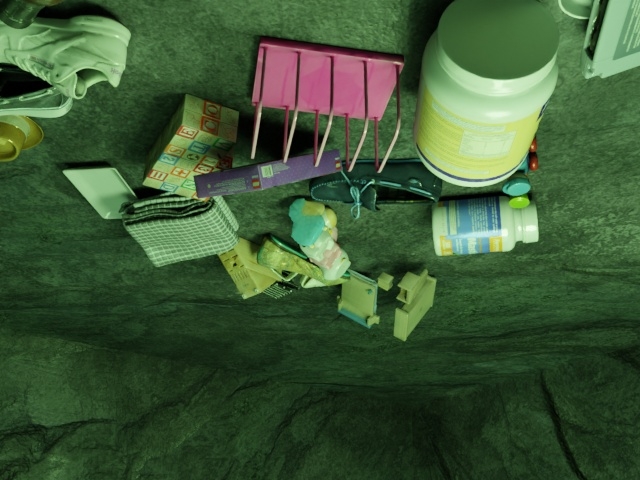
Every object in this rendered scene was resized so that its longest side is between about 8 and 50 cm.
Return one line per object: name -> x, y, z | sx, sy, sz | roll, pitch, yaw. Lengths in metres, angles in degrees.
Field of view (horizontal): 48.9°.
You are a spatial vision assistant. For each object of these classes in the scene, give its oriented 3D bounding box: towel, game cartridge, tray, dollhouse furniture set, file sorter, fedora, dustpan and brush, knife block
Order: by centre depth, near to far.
game cartridge -> 0.561, -0.406, 1.195 | 0.198, 0.062, 0.297 | -22, 153, -1
dustpan and brush -> 0.436, -0.433, 1.198 | 0.211, 0.060, 0.147 | 6, 154, -9
file sorter -> 0.006, -0.262, 1.442 | 0.291, 0.182, 0.202 | 6, 154, -8
fedora -> -0.753, -0.240, 1.653 | 0.194, 0.079, 0.194 | 2, 155, 1
tray -> -0.575, -0.134, 1.919 | 0.145, 0.030, 0.270 | -3, 154, 7
towel -> -0.390, -0.039, 1.966 | 0.284, 0.121, 0.235 | -12, 153, 7
knife block -> -0.184, 0.071, 2.283 | 0.088, 0.242, 0.275 | -24, 100, 40
dollhouse furniture set -> 0.214, 0.143, 2.407 | 0.303, 0.198, 0.286 | 25, 139, 24

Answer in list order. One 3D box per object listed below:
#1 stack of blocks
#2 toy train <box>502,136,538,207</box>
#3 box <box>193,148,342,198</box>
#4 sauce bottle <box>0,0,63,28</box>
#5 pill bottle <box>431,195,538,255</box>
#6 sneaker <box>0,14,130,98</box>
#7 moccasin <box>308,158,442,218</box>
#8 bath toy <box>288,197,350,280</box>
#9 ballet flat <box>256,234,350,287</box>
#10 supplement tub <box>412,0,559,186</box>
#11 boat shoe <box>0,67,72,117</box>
stack of blocks -> -0.294, -0.211, 1.674 | 0.171, 0.087, 0.297 | 15, 151, -25
toy train -> 0.479, -0.140, 1.708 | 0.105, 0.143, 0.248 | -6, 153, 16
box -> -0.114, -0.153, 1.609 | 0.201, 0.057, 0.293 | -4, -170, 39
sauce bottle -> -0.435, -0.458, 1.145 | 0.111, 0.111, 0.344 | 24, 145, -38
pill bottle -> 0.444, -0.041, 1.906 | 0.272, 0.152, 0.152 | -4, 154, 14
sneaker -> -0.516, -0.346, 1.327 | 0.305, 0.152, 0.114 | 0, 172, 6
moccasin -> 0.133, -0.133, 1.774 | 0.342, 0.116, 0.137 | -6, 153, 16
bath toy -> 0.000, 0.000, 2.055 | 0.129, 0.151, 0.348 | 34, 169, 24
ballet flat -> -0.059, 0.089, 2.235 | 0.349, 0.123, 0.123 | 25, 146, -35
supplement tub -> 0.304, -0.277, 1.326 | 0.241, 0.241, 0.331 | 1, 155, 3
boat shoe -> -0.680, -0.314, 1.466 | 0.301, 0.108, 0.102 | 1, 154, -5
